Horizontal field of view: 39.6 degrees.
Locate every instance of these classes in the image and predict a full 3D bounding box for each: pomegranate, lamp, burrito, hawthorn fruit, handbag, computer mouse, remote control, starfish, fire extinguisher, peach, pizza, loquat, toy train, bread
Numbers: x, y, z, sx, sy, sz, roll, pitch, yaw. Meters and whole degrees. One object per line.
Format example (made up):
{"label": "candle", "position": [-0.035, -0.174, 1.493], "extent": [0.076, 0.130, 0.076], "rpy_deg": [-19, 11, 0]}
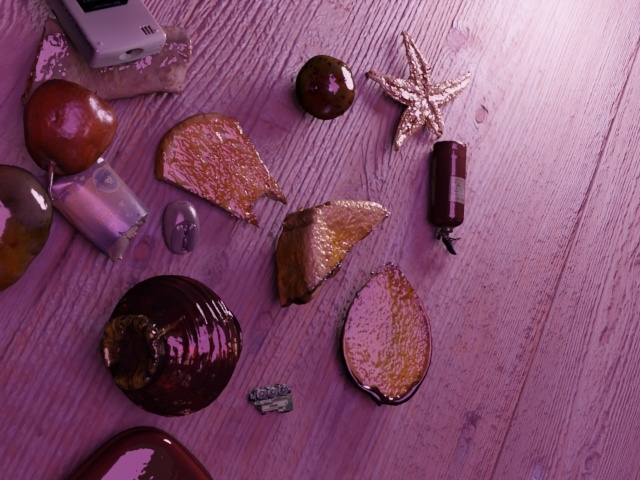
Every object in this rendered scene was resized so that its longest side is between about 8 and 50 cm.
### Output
{"label": "pomegranate", "position": [0.015, -0.296, 1.715], "extent": [0.130, 0.130, 0.130], "rpy_deg": [4, 82, -28]}
{"label": "lamp", "position": [-0.247, 0.172, 1.451], "extent": [0.247, 0.247, 0.247], "rpy_deg": [4, 82, -28]}
{"label": "burrito", "position": [-0.370, -0.310, 1.520], "extent": [0.299, 0.105, 0.143], "rpy_deg": [-10, 92, -31]}
{"label": "hawthorn fruit", "position": [-0.415, -0.171, 1.407], "extent": [0.149, 0.149, 0.189], "rpy_deg": [49, 61, -14]}
{"label": "handbag", "position": [-0.369, -0.054, 1.498], "extent": [0.173, 0.095, 0.117], "rpy_deg": [47, 64, -7]}
{"label": "computer mouse", "position": [-0.246, -0.025, 1.584], "extent": [0.066, 0.039, 0.096], "rpy_deg": [-2, 85, -28]}
{"label": "remote control", "position": [-0.403, -0.437, 1.475], "extent": [0.145, 0.050, 0.344], "rpy_deg": [-24, 73, -37]}
{"label": "starfish", "position": [0.211, -0.323, 1.864], "extent": [0.295, 0.048, 0.231], "rpy_deg": [-41, 103, -27]}
{"label": "fire extinguisher", "position": [0.274, -0.088, 1.861], "extent": [0.099, 0.071, 0.231], "rpy_deg": [13, 77, -55]}
{"label": "peach", "position": [0.122, 0.182, 1.742], "extent": [0.189, 0.068, 0.279], "rpy_deg": [7, 82, -19]}
{"label": "pizza", "position": [-0.172, -0.131, 1.640], "extent": [0.262, 0.034, 0.181], "rpy_deg": [35, 69, -20]}
{"label": "loquat", "position": [-0.516, -0.016, 1.357], "extent": [0.179, 0.179, 0.227], "rpy_deg": [39, 85, -19]}
{"label": "toy train", "position": [-0.091, 0.293, 1.631], "extent": [0.083, 0.033, 0.053], "rpy_deg": [-6, 90, -29]}
{"label": "bread", "position": [-0.009, -0.002, 1.633], "extent": [0.133, 0.174, 0.251], "rpy_deg": [49, 63, -11]}

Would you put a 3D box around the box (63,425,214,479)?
{"label": "box", "position": [-0.344, 0.495, 1.427], "extent": [0.404, 0.108, 0.263], "rpy_deg": [-46, 106, -25]}
